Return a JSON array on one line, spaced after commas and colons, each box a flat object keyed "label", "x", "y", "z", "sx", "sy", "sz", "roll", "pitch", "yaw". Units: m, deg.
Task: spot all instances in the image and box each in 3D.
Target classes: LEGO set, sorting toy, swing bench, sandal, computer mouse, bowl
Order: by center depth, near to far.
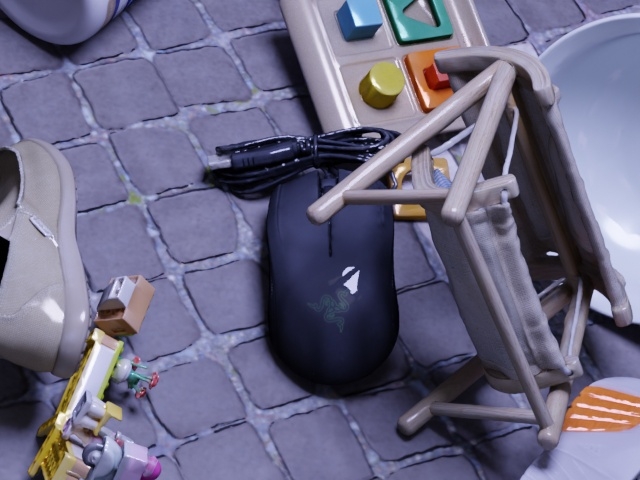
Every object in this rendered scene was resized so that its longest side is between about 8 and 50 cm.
[{"label": "LEGO set", "x": -0.159, "y": 0.154, "z": 1.593, "sx": 0.107, "sy": 0.132, "sz": 0.287, "roll": 30, "pitch": 25, "yaw": -16}, {"label": "swing bench", "x": 0.152, "y": 0.001, "z": 1.685, "sx": 0.165, "sy": 0.253, "sz": 0.254, "roll": 2, "pitch": 38, "yaw": 39}, {"label": "sandal", "x": 0.241, "y": 0.203, "z": 1.698, "sx": 0.102, "sy": 0.076, "sz": 0.265, "roll": 22, "pitch": 34, "yaw": 28}, {"label": "computer mouse", "x": 0.000, "y": 0.000, "z": 1.759, "sx": 0.189, "sy": 0.072, "sz": 0.272, "roll": -6, "pitch": 57, "yaw": -2}, {"label": "bowl", "x": 0.329, "y": -0.075, "z": 1.841, "sx": 0.298, "sy": 0.298, "sz": 0.134, "roll": 41, "pitch": 28, "yaw": 15}, {"label": "sorting toy", "x": 0.078, "y": -0.187, "z": 1.908, "sx": 0.196, "sy": 0.047, "sz": 0.347, "roll": -13, "pitch": 73, "yaw": -20}]

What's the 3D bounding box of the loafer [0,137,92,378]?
[{"label": "loafer", "x": -0.257, "y": 0.004, "z": 1.648, "sx": 0.092, "sy": 0.102, "sz": 0.268, "roll": 8, "pitch": 36, "yaw": -25}]

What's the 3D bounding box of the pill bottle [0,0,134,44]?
[{"label": "pill bottle", "x": -0.200, "y": -0.318, "z": 1.907, "sx": 0.153, "sy": 0.153, "sz": 0.264, "roll": 36, "pitch": 51, "yaw": 10}]
